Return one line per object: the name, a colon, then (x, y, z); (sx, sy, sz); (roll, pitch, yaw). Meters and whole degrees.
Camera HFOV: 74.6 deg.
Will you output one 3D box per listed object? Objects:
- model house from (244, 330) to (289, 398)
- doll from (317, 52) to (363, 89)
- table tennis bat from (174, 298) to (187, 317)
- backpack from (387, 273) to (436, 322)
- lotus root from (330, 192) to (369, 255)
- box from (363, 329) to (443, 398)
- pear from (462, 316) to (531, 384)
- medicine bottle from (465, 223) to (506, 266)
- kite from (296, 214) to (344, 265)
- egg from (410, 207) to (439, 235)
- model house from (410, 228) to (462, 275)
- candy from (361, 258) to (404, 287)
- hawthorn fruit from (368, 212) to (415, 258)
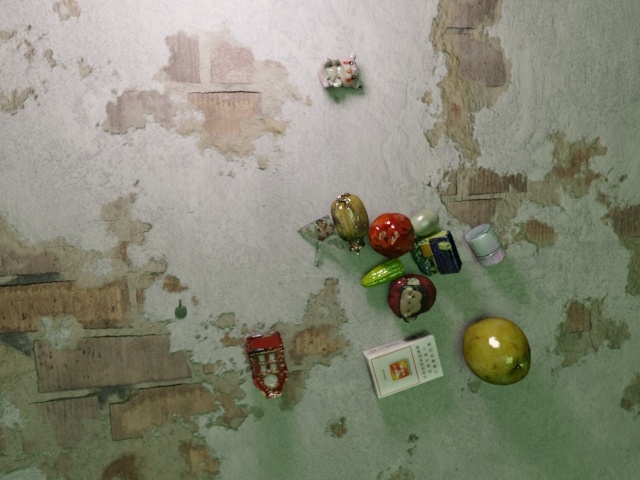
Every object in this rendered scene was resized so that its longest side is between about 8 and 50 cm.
model house: (-0.220, 0.544, 1.802); (0.160, 0.196, 0.253); (-12, 98, -10)
doll: (0.084, -0.709, 1.784); (0.192, 0.095, 0.149); (-10, 103, -11)
table tennis bat: (-0.601, 0.294, 1.805); (0.050, 0.007, 0.083); (-3, 97, -9)
backpack: (0.422, 0.251, 1.905); (0.229, 0.139, 0.229); (-6, 111, -16)
lotus root: (0.138, -0.070, 1.833); (0.154, 0.154, 0.278); (-20, 98, -7)
box: (0.385, 0.575, 1.960); (0.331, 0.095, 0.210); (-17, 98, -9)
pear: (0.814, 0.515, 1.932); (0.304, 0.304, 0.303); (-1, 96, -10)
medicine bottle: (0.769, 0.023, 1.952); (0.135, 0.135, 0.168); (-36, 99, -5)
kite: (-0.001, 0.001, 1.844); (0.229, 0.012, 0.249); (19, 111, 12)
egg: (0.465, -0.081, 1.899); (0.152, 0.114, 0.114); (-33, 100, -3)
model house: (0.529, 0.067, 1.878); (0.170, 0.211, 0.193); (-23, 100, -9)
candy: (0.279, 0.154, 1.900); (0.210, 0.097, 0.096); (-25, 99, -5)
hawthorn fruit: (0.295, -0.021, 1.809); (0.208, 0.243, 0.207); (1, 93, 25)
